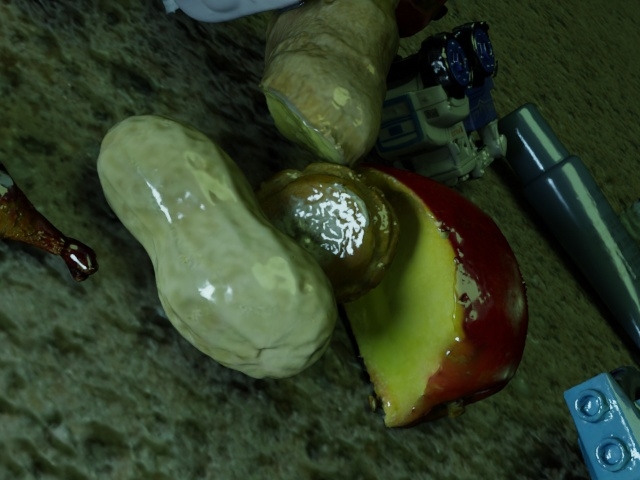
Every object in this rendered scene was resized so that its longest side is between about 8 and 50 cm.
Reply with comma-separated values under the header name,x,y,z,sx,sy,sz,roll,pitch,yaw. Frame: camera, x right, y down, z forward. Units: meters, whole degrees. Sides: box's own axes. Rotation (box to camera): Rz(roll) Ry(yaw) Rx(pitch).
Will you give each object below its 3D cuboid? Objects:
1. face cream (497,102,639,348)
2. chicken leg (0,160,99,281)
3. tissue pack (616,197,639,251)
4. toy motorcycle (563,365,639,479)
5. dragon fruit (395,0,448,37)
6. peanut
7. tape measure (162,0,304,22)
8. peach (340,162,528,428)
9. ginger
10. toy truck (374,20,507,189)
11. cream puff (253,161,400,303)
name,x,y,z,sx,sy,sz,roll,pitch,yaw
face cream,0.353,-0.004,1.493,0.385,0.086,0.136,56,35,5
chicken leg,-0.252,-0.049,0.843,0.219,0.048,0.089,48,34,1
tissue pack,0.547,0.024,1.691,0.257,0.081,0.185,-2,56,-53
toy motorcycle,0.333,0.302,1.034,0.232,0.172,0.416,13,54,-52
dragon fruit,0.030,-0.354,1.467,0.212,0.134,0.262,13,29,-27
peanut,-0.091,0.002,0.920,0.256,0.123,0.124,51,31,11
tape measure,-0.054,-0.306,1.169,0.197,0.236,0.120,-50,118,-29
peach,0.105,0.032,1.094,0.154,0.159,0.267,17,40,-48
ginger,0.008,-0.175,1.148,0.126,0.190,0.354,45,25,-26
toy truck,0.128,-0.144,1.337,0.213,0.161,0.176,-33,105,-58
cream puff,0.000,-0.003,1.015,0.103,0.144,0.126,-1,76,-70
